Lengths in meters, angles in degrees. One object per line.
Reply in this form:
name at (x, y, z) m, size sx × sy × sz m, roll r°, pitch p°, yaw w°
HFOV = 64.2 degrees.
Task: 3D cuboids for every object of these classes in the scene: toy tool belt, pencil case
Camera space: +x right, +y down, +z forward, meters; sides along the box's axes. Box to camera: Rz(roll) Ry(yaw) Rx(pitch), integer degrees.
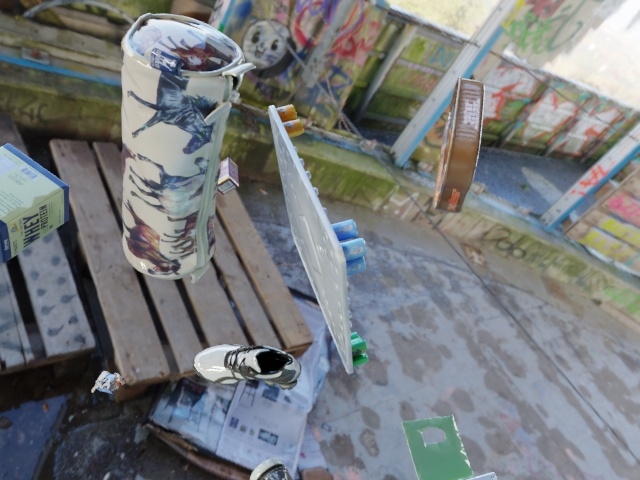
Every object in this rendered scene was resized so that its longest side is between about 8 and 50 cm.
toy tool belt at (-0.509, 0.349, 1.225) m, size 0.051 × 0.083 × 0.052 m, roll -54°, pitch 129°, yaw -43°
pencil case at (-0.225, -0.122, 0.808) m, size 0.183 × 0.410 × 0.160 m, roll 37°, pitch 42°, yaw 24°

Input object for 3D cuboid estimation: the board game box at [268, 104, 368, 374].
board game box at (0.000, 0.000, 0.976) m, size 0.050 × 0.390 × 0.390 m, roll -18°, pitch 51°, yaw -8°

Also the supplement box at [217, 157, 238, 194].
supplement box at (-0.251, -0.170, 1.349) m, size 0.043 × 0.055 × 0.083 m, roll 45°, pitch 26°, yaw -44°

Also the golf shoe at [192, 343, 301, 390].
golf shoe at (-0.132, 0.211, 0.905) m, size 0.198 × 0.094 × 0.077 m, roll 3°, pitch 57°, yaw 2°

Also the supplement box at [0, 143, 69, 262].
supplement box at (-0.318, -0.039, 0.517) m, size 0.083 × 0.056 × 0.083 m, roll 34°, pitch 45°, yaw 5°

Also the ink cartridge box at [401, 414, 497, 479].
ink cartridge box at (0.247, 0.432, 0.911) m, size 0.171 × 0.056 × 0.235 m, roll 12°, pitch 55°, yaw -41°

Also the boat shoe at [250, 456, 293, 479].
boat shoe at (-0.062, 0.455, 0.839) m, size 0.081 × 0.228 × 0.068 m, roll -27°, pitch 38°, yaw -25°

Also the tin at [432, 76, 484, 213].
tin at (0.169, -0.118, 0.622) m, size 0.040 × 0.106 × 0.190 m, roll 9°, pitch 55°, yaw 11°
